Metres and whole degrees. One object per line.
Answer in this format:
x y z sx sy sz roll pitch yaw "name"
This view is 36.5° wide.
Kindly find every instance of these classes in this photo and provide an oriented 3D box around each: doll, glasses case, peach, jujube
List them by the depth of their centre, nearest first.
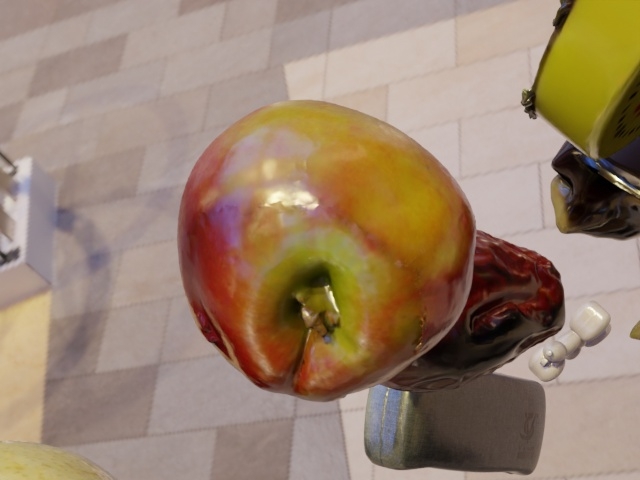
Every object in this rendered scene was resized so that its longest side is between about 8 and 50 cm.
0.000 0.000 0.607 0.197 0.197 0.197 -15 50 19 "peach"
0.131 0.062 0.955 0.236 0.168 0.168 -4 46 -16 "jujube"
0.176 0.221 1.204 0.074 0.323 0.131 3 81 42 "glasses case"
0.424 0.175 1.656 0.160 0.161 0.059 -45 68 3 "doll"

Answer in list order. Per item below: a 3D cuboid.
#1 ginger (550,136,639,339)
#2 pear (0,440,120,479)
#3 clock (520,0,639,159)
0.370 0.057 0.723 0.413 0.211 0.358 1 38 -14 "ginger"
-0.251 0.319 0.790 0.309 0.309 0.309 -15 50 19 "pear"
0.211 -0.146 0.416 0.071 0.277 0.293 45 110 15 "clock"
